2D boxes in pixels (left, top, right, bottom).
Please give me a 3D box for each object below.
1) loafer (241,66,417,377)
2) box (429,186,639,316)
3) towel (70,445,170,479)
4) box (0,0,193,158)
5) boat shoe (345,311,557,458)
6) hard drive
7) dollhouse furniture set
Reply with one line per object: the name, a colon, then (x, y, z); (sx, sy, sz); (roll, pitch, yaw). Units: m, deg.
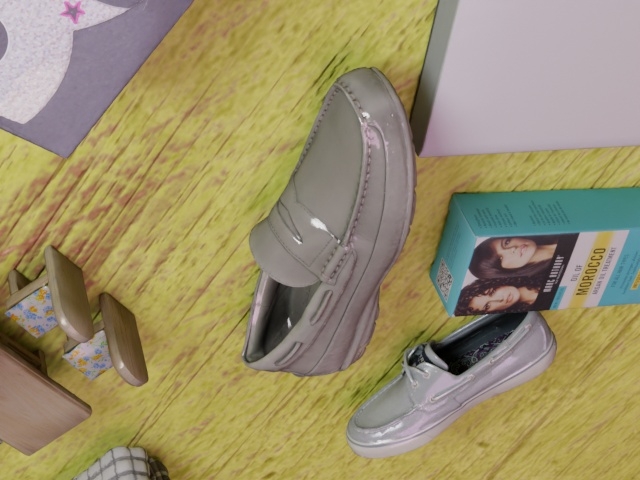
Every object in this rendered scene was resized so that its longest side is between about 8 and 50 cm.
loafer: (0.000, 0.000, 1.073); (0.111, 0.112, 0.319); (-10, 135, -23)
box: (0.230, 0.009, 1.202); (0.244, 0.060, 0.100); (-3, 132, -18)
towel: (-0.226, 0.358, 1.238); (0.284, 0.235, 0.121); (-39, 136, 18)
box: (-0.162, -0.202, 0.802); (0.163, 0.142, 0.247); (25, 119, -37)
boat shoe: (0.117, 0.126, 1.267); (0.227, 0.079, 0.081); (-29, 126, 1)
hard drive: (0.237, -0.162, 1.059); (0.307, 0.040, 0.203); (-4, 132, -17)
dollhouse furniture set: (-0.282, 0.117, 1.041); (0.212, 0.161, 0.242); (-33, 134, 11)
